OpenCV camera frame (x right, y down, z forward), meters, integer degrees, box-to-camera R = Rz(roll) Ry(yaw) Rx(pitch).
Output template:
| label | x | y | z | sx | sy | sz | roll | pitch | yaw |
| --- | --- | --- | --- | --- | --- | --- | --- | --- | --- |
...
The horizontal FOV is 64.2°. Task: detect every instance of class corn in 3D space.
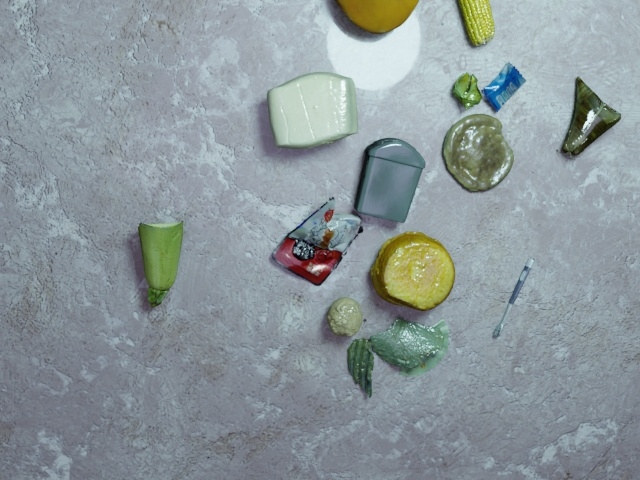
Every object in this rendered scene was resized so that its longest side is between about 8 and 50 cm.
| label | x | y | z | sx | sy | sz | roll | pitch | yaw |
| --- | --- | --- | --- | --- | --- | --- | --- | --- | --- |
| corn | 0.432 | -0.680 | 1.440 | 0.081 | 0.081 | 0.249 | -21 | 104 | 0 |

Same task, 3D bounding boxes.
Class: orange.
| label | x | y | z | sx | sy | sz | roll | pitch | yaw |
| --- | --- | --- | --- | --- | --- | --- | --- | --- | --- |
| orange | 0.154 | -0.681 | 1.364 | 0.248 | 0.183 | 0.249 | -1 | 101 | -5 |

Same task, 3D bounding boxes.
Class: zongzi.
| label | x | y | z | sx | sy | sz | roll | pitch | yaw |
| --- | --- | --- | --- | --- | --- | --- | --- | --- | --- |
| zongzi | 0.773 | -0.369 | 1.549 | 0.187 | 0.084 | 0.184 | -43 | 89 | 10 |

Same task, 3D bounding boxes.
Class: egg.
| label | x | y | z | sx | sy | sz | roll | pitch | yaw |
| --- | --- | --- | --- | --- | --- | --- | --- | --- | --- |
| egg | 0.078 | 0.243 | 1.602 | 0.118 | 0.116 | 0.140 | -9 | 129 | -8 |

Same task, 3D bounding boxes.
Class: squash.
| label | x | y | z | sx | sy | sz | roll | pitch | yaw |
| --- | --- | --- | --- | --- | --- | --- | --- | --- | --- |
| squash | -0.475 | 0.061 | 1.529 | 0.137 | 0.137 | 0.288 | 4 | 116 | -6 |

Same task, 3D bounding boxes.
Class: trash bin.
| label | x | y | z | sx | sy | sz | roll | pitch | yaw |
| --- | --- | --- | --- | --- | --- | --- | --- | --- | --- |
| trash bin | 0.205 | -0.186 | 1.526 | 0.176 | 0.101 | 0.237 | 12 | 104 | -9 |

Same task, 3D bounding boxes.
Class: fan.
| label | x | y | z | sx | sy | sz | roll | pitch | yaw |
| --- | --- | --- | --- | --- | --- | --- | --- | --- | --- |
| fan | 0.356 | 0.369 | 1.710 | 0.131 | 0.009 | 0.240 | 34 | 97 | -14 |

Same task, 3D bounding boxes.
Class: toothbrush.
| label | x | y | z | sx | sy | sz | roll | pitch | yaw |
| --- | --- | --- | --- | --- | --- | --- | --- | --- | --- |
| toothbrush | 0.638 | 0.189 | 1.683 | 0.024 | 0.026 | 0.288 | 28 | 101 | 32 |

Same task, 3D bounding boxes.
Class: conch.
| label | x | y | z | sx | sy | sz | roll | pitch | yaw |
| --- | --- | --- | --- | --- | --- | --- | --- | --- | --- |
| conch | 0.431 | -0.440 | 1.497 | 0.089 | 0.074 | 0.121 | 14 | 79 | -30 |

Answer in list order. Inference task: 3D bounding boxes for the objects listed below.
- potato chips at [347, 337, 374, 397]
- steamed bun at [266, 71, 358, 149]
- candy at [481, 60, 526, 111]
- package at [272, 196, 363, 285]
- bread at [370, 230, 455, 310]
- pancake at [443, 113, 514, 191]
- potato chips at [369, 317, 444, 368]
| label | x | y | z | sx | sy | sz | roll | pitch | yaw |
| --- | --- | --- | --- | --- | --- | --- | --- | --- | --- |
| potato chips | 0.134 | 0.418 | 1.684 | 0.091 | 0.028 | 0.208 | 4 | 106 | 22 |
| steamed bun | -0.020 | -0.364 | 1.436 | 0.249 | 0.155 | 0.200 | -9 | 100 | 4 |
| candy | 0.549 | -0.462 | 1.523 | 0.088 | 0.038 | 0.136 | 44 | 87 | -16 |
| package | 0.000 | 0.000 | 1.570 | 0.194 | 0.071 | 0.269 | 35 | 110 | -9 |
| bread | 0.292 | 0.095 | 1.573 | 0.268 | 0.146 | 0.269 | -1 | 99 | -6 |
| pancake | 0.486 | -0.267 | 1.559 | 0.222 | 0.042 | 0.237 | -12 | 105 | -6 |
| potato chips | 0.285 | 0.332 | 1.667 | 0.228 | 0.059 | 0.167 | -30 | 85 | 4 |
